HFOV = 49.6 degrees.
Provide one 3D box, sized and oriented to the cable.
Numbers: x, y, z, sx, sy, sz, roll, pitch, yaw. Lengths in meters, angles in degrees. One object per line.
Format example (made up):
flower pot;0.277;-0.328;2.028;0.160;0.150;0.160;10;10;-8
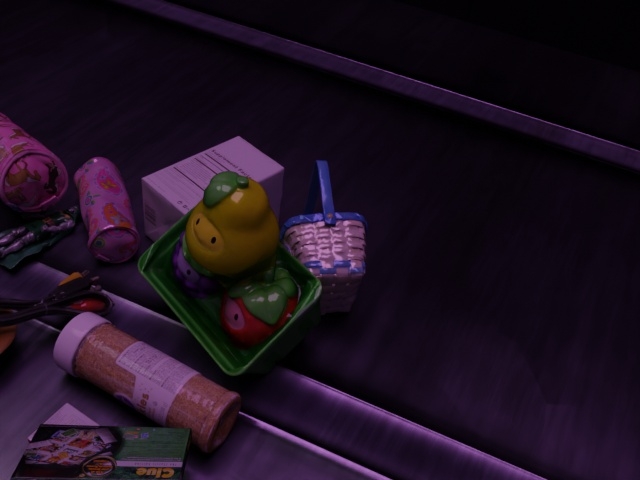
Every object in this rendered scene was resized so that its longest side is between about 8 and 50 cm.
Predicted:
cable;-0.538;0.140;1.389;0.139;0.072;0.287;42;36;17

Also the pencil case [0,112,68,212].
pencil case;-0.750;-0.200;1.644;0.386;0.167;0.160;32;15;38

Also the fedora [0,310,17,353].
fedora;-0.677;0.198;1.326;0.194;0.079;0.194;5;43;-5

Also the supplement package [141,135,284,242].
supplement package;-0.253;-0.094;1.653;0.175;0.178;0.292;36;48;27

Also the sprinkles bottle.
sprinkles bottle;-0.324;0.260;1.292;0.355;0.121;0.121;25;44;16

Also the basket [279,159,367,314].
basket;0.000;0.000;1.542;0.200;0.255;0.289;1;53;-8

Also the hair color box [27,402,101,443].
hair color box;-0.414;0.369;1.207;0.167;0.053;0.093;26;45;20

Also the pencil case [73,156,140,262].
pencil case;-0.508;-0.074;1.635;0.124;0.124;0.284;-11;45;-21

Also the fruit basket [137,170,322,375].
fruit basket;-0.180;0.046;1.340;0.283;0.392;0.392;-44;59;-7

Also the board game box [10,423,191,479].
board game box;-0.350;0.355;1.133;0.259;0.030;0.136;2;20;-2

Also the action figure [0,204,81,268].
action figure;-0.652;-0.024;1.595;0.137;0.064;0.232;30;42;25
